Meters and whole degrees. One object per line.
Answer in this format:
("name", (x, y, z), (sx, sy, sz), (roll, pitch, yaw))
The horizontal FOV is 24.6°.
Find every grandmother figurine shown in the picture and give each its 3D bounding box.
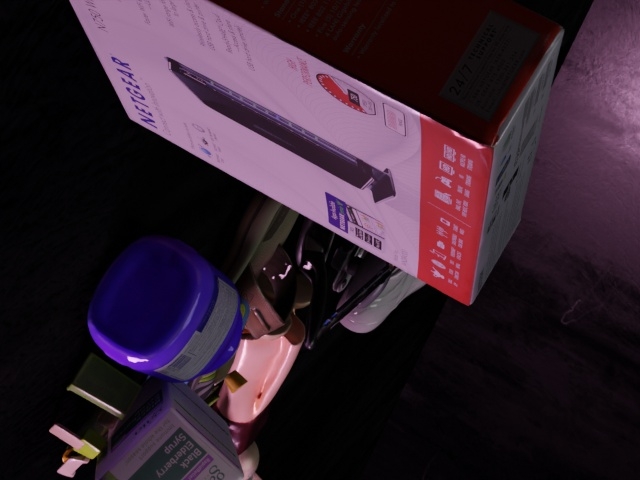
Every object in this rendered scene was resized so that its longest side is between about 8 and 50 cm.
("grandmother figurine", (-0.094, 0.201, 1.830), (0.208, 0.104, 0.342), (-37, 153, -43))

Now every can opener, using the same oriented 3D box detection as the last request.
("can opener", (0.092, -0.042, 2.085), (0.280, 0.093, 0.074), (-67, 167, 5))

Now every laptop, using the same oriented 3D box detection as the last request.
("laptop", (0.031, 0.009, 1.916), (0.264, 0.136, 0.234), (-42, 176, -7))

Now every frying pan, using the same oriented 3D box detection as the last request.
("frying pan", (-0.004, 0.012, 1.690), (0.197, 0.053, 0.326), (108, -1, -61))

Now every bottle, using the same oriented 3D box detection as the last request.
("bottle", (-0.130, 0.072, 1.363), (0.118, 0.092, 0.283), (-58, 169, -4))

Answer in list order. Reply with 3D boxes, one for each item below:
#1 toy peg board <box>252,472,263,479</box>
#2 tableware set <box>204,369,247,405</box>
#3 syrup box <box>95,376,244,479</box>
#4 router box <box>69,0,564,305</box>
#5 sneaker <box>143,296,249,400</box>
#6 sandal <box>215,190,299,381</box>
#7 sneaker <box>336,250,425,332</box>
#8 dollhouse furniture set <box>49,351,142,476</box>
("toy peg board", (-0.109, 0.361, 2.028), (0.079, 0.161, 0.160), (-44, 165, -10))
("tableware set", (-0.145, 0.200, 1.652), (0.154, 0.024, 0.104), (-41, 175, 15))
("syrup box", (-0.143, 0.196, 1.373), (0.093, 0.096, 0.237), (-46, -173, -2))
("router box", (-0.009, -0.102, 0.944), (0.082, 0.301, 0.335), (-59, 168, -12))
("sneaker", (-0.138, 0.129, 1.553), (0.188, 0.067, 0.078), (-57, 172, 15))
("sandal", (-0.065, 0.048, 1.586), (0.120, 0.086, 0.303), (-42, 163, -56))
("sneaker", (0.142, 0.007, 2.352), (0.292, 0.108, 0.169), (-50, 168, -38))
("dollhouse furniture set", (-0.221, 0.160, 1.363), (0.152, 0.058, 0.076), (-43, -164, 56))
